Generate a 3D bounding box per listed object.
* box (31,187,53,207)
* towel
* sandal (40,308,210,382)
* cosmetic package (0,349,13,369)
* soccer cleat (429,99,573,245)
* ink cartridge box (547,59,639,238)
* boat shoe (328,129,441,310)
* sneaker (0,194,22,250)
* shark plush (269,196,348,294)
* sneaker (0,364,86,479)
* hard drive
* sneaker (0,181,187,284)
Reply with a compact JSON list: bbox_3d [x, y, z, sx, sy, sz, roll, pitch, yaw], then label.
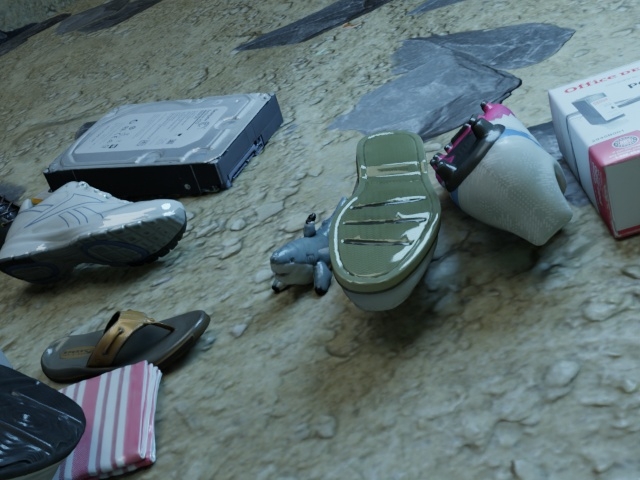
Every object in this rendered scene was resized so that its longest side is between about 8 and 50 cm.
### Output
[{"bbox_3d":[-0.431,-0.090,1.489,0.081,0.028,0.136,8,38,43],"label":"box"},{"bbox_3d":[-0.256,0.203,0.866,0.197,0.029,0.144,-20,31,5],"label":"towel"},{"bbox_3d":[-0.230,0.110,0.970,0.219,0.060,0.090,-9,31,24],"label":"sandal"},{"bbox_3d":[-0.428,0.178,0.922,0.107,0.127,0.238,-21,27,3],"label":"cosmetic package"},{"bbox_3d":[0.202,-0.068,0.949,0.116,0.143,0.331,-49,1,17],"label":"soccer cleat"},{"bbox_3d":[0.351,-0.111,0.915,0.159,0.092,0.218,-17,27,8],"label":"ink cartridge box"},{"bbox_3d":[0.077,-0.010,0.919,0.113,0.103,0.302,0,32,12],"label":"boat shoe"},{"bbox_3d":[-0.457,-0.024,1.295,0.222,0.118,0.083,-6,32,27],"label":"sneaker"},{"bbox_3d":[0.000,0.000,0.990,0.073,0.067,0.161,10,42,45],"label":"shark plush"},{"bbox_3d":[-0.344,0.257,0.660,0.169,0.257,0.447,25,8,0],"label":"sneaker"},{"bbox_3d":[-0.259,-0.160,1.422,0.339,0.064,0.237,1,36,26],"label":"hard drive"},{"bbox_3d":[-0.318,-0.028,1.172,0.297,0.111,0.129,-9,63,20],"label":"sneaker"}]
